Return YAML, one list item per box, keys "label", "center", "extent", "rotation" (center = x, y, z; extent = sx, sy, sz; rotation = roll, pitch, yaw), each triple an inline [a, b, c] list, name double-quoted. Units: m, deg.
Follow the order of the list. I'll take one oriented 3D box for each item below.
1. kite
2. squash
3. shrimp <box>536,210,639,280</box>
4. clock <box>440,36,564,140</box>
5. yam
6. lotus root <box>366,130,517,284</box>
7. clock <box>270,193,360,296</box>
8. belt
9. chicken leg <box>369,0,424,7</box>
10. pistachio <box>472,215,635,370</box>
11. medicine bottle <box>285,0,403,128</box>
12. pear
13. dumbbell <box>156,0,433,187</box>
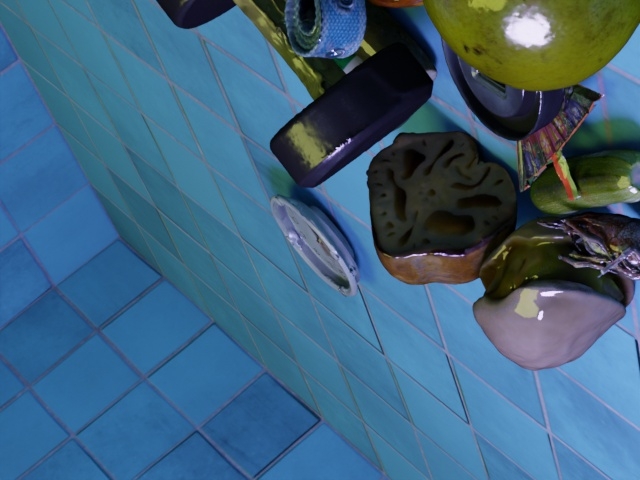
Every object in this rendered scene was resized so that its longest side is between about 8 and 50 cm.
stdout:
- label: "kite"
  center: [0.251, -0.130, 1.592]
  extent: [0.183, 0.014, 0.241]
  rotation: [70, 158, 13]
- label: "squash"
  center: [0.303, -0.066, 1.610]
  extent: [0.066, 0.066, 0.229]
  rotation: [53, 164, -9]
- label: "shrimp"
  center: [0.333, 0.006, 1.609]
  extent: [0.190, 0.073, 0.075]
  rotation: [17, -170, 7]
- label: "clock"
  center: [0.198, -0.200, 1.568]
  extent: [0.184, 0.040, 0.184]
  rotation: [50, 156, 33]
- label: "yam"
  center: [0.006, -0.326, 1.818]
  extent: [0.371, 0.083, 0.083]
  rotation: [46, 164, 6]
- label: "lotus root"
  center: [0.168, -0.023, 1.893]
  extent: [0.180, 0.199, 0.188]
  rotation: [64, -156, -57]
- label: "clock"
  center: [0.000, 0.000, 2.612]
  extent: [0.236, 0.053, 0.236]
  rotation: [48, 166, 16]
- label: "belt"
  center: [-0.008, -0.348, 1.564]
  extent: [0.087, 0.072, 0.302]
  rotation: [-15, 80, 60]
- label: "chicken leg"
  center: [0.024, -0.375, 1.659]
  extent: [0.304, 0.093, 0.113]
  rotation: [49, 177, 21]
- label: "pistachio"
  center: [0.290, 0.074, 1.778]
  extent: [0.197, 0.166, 0.288]
  rotation: [8, 167, 2]
- label: "medicine bottle"
  center: [0.021, -0.254, 1.907]
  extent: [0.260, 0.095, 0.095]
  rotation: [43, 163, 19]
- label: "pear"
  center: [0.190, -0.243, 1.265]
  extent: [0.212, 0.212, 0.269]
  rotation: [49, 171, 7]
- label: "dumbbell"
  center: [-0.036, -0.243, 1.700]
  extent: [0.322, 0.204, 0.204]
  rotation: [52, 164, 2]
